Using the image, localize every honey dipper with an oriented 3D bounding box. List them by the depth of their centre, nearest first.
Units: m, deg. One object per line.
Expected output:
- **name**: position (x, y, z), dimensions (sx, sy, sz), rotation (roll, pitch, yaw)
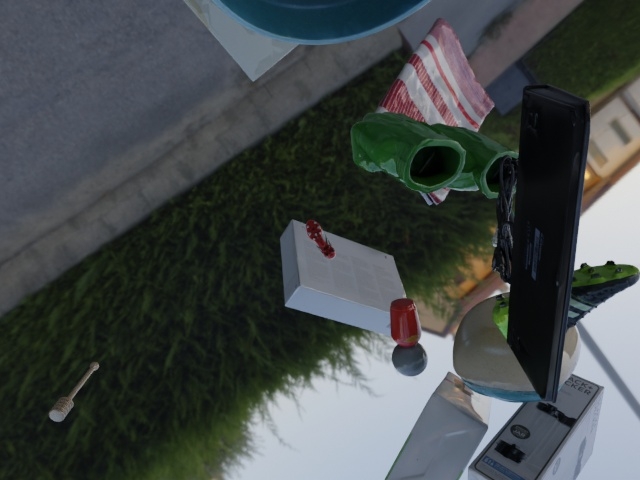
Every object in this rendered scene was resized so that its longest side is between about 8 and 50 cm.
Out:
- **honey dipper**: position (-0.494, 0.299, 0.991), dimensions (0.030, 0.030, 0.160), rotation (-35, -163, 14)

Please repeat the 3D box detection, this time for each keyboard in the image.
- **keyboard**: position (0.230, -0.004, 0.528), dimensions (0.033, 0.316, 0.201), rotation (-5, -155, 2)

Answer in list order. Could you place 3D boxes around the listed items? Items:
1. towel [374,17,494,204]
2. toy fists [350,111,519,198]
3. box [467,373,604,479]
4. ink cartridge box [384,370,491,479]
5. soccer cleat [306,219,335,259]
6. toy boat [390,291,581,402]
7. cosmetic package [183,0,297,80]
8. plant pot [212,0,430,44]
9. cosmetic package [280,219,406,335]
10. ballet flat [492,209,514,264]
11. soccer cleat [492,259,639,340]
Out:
- **towel**: position (0.240, -0.264, 0.992), dimensions (0.037, 0.237, 0.329), rotation (-5, -135, 50)
- **toy fists**: position (0.168, -0.121, 0.711), dimensions (0.279, 0.142, 0.096), rotation (0, 122, -34)
- **box**: position (0.355, 0.357, 0.798), dimensions (0.290, 0.169, 0.087), rotation (-26, -149, -37)
- **ink cartridge box**: position (0.271, 0.414, 1.062), dimensions (0.207, 0.119, 0.353), rotation (-62, 159, 4)
- **soccer cleat**: position (0.000, 0.000, 0.885), dimensions (0.029, 0.083, 0.035), rotation (-34, 168, -5)
- **toy boat**: position (0.267, 0.181, 0.839), dimensions (0.319, 0.148, 0.267), rotation (0, -163, 33)
- **cosmetic package**: position (-0.161, -0.387, 0.657), dimensions (0.113, 0.160, 0.309), rotation (-36, 138, 9)
- **plant pot**: position (-0.007, -0.366, 0.421), dimensions (0.272, 0.255, 0.271), rotation (-13, 155, -6)
- **cosmetic package**: position (0.072, 0.112, 1.446), dimensions (0.097, 0.378, 0.284), rotation (-54, -153, 33)
- **ballet flat**: position (0.449, 0.017, 1.158), dimensions (0.074, 0.203, 0.074), rotation (-13, 161, -4)
- **soccer cleat**: position (0.312, 0.081, 0.621), dimensions (0.179, 0.072, 0.060), rotation (-24, -170, 20)
